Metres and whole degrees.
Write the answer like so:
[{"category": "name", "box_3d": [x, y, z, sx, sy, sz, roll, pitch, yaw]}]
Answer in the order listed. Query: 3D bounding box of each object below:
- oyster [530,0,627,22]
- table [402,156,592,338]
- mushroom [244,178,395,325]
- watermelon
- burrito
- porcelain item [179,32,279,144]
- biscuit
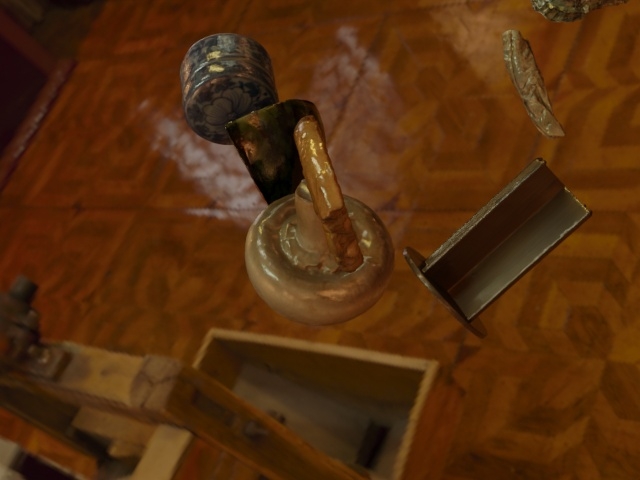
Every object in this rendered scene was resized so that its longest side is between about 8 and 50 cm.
[{"category": "oyster", "box_3d": [0.548, -0.510, 2.168, 0.252, 0.087, 0.199, -6, 42, 7]}, {"category": "table", "box_3d": [0.251, -0.001, 1.470, 0.226, 0.167, 0.167, -43, 39, 10]}, {"category": "mushroom", "box_3d": [0.000, 0.000, 1.447, 0.207, 0.215, 0.207, 0, 50, -1]}, {"category": "watermelon", "box_3d": [-0.064, -0.129, 1.550, 0.137, 0.145, 0.193, 14, 81, 5]}, {"category": "burrito", "box_3d": [0.404, -0.295, 2.054, 0.058, 0.063, 0.230, -28, 86, 40]}, {"category": "porcelain item", "box_3d": [-0.139, -0.227, 1.636, 0.147, 0.147, 0.114, -29, 45, 20]}, {"category": "biscuit", "box_3d": [0.004, -0.051, 1.069, 0.033, 0.224, 0.145, -19, 75, 1]}]
